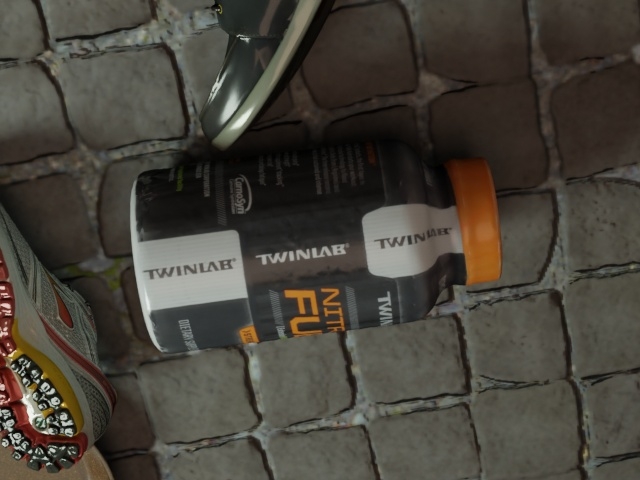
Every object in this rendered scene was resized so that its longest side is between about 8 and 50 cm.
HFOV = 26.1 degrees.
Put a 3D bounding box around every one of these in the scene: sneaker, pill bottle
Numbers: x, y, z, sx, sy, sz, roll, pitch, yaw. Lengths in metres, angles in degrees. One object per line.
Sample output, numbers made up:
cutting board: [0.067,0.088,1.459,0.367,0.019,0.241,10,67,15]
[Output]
sneaker: [-0.052,-0.174,0.915,0.118,0.083,0.222,30,114,2]
sneaker: [-0.222,0.054,1.004,0.088,0.093,0.225,-18,100,27]
pill bottle: [0.000,0.000,0.955,0.245,0.130,0.130,-8,114,2]

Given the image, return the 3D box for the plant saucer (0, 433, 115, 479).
plant saucer: [-0.256,0.200,1.086,0.198,0.036,0.199,-1,113,-2]
